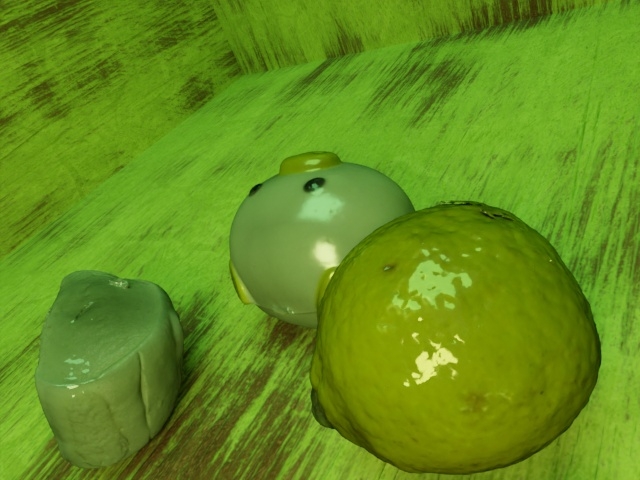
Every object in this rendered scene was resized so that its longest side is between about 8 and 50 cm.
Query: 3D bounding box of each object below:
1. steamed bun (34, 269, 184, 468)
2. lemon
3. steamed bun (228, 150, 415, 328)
[{"bbox_3d":[-0.381,0.215,1.002,0.236,0.246,0.383,-9,29,-15],"label":"steamed bun"},{"bbox_3d":[0.158,0.131,0.683,0.387,0.349,0.350,-32,33,-7],"label":"lemon"},{"bbox_3d":[0.003,0.005,0.991,0.374,0.333,0.334,-2,38,39],"label":"steamed bun"}]
